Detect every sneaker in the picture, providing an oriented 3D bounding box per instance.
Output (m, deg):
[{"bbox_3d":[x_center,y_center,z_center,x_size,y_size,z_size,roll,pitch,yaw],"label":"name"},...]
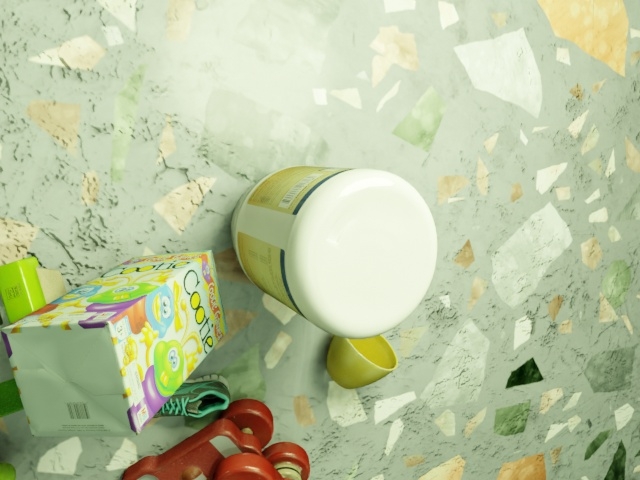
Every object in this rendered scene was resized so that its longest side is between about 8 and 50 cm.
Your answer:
[{"bbox_3d":[-0.226,0.265,0.869,0.166,0.076,0.065,-6,100,-26],"label":"sneaker"}]

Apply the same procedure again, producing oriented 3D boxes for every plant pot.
[{"bbox_3d":[0.065,0.226,0.995,0.134,0.134,0.095,28,111,-28],"label":"plant pot"}]

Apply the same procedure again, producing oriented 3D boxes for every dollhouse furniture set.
[{"bbox_3d":[-0.501,0.160,0.719,0.301,0.151,0.198,-19,86,-6],"label":"dollhouse furniture set"}]

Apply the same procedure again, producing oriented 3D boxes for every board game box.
[{"bbox_3d":[-0.251,0.121,0.706,0.144,0.275,0.142,-5,103,13],"label":"board game box"}]

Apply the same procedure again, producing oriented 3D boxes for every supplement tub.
[{"bbox_3d":[0.000,0.000,0.805,0.228,0.316,0.228,-5,101,-26],"label":"supplement tub"}]

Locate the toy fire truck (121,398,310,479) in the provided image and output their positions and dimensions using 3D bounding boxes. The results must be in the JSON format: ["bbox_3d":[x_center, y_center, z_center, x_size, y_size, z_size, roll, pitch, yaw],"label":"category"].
[{"bbox_3d":[-0.158,0.446,0.906,0.254,0.169,0.302,-31,112,6],"label":"toy fire truck"}]

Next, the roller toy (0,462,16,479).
[{"bbox_3d":[-0.515,0.370,0.671,0.146,0.191,0.209,47,49,-24],"label":"roller toy"}]
